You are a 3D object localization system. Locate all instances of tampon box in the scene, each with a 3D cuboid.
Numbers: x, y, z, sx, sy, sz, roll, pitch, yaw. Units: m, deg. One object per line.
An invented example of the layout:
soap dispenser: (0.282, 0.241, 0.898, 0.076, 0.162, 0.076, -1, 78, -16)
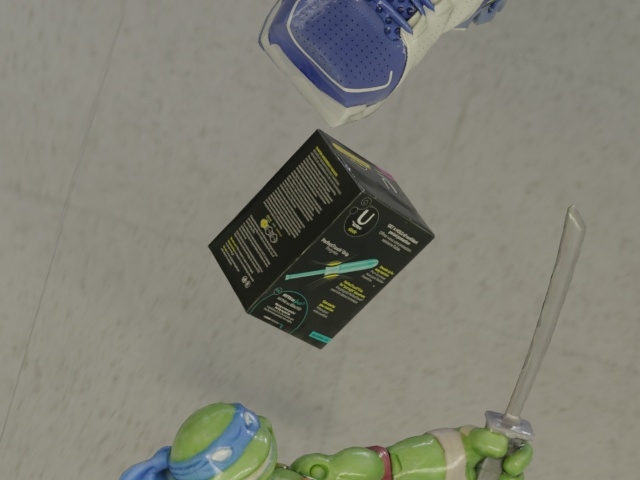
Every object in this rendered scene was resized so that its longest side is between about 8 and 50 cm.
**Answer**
tampon box: (0.000, 0.000, 1.649, 0.161, 0.120, 0.101, -45, 47, 13)

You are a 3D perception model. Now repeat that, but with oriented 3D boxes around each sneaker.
sneaker: (0.093, -0.234, 1.416, 0.127, 0.182, 0.315, 47, 48, 5)

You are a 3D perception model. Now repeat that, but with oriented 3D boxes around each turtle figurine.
turtle figurine: (0.059, 0.178, 0.835, 0.275, 0.198, 0.266, -24, 117, 6)
